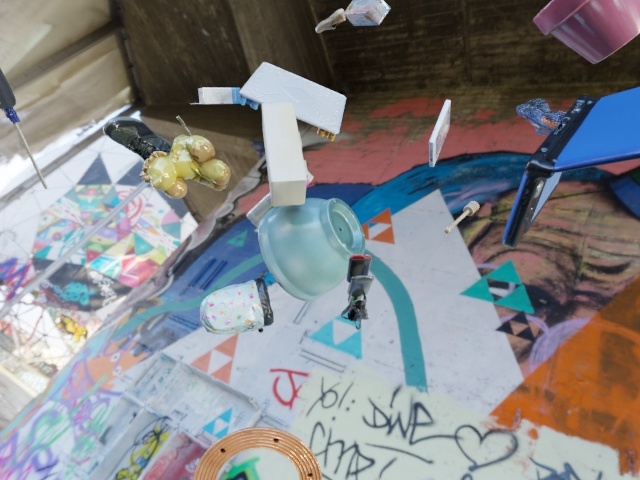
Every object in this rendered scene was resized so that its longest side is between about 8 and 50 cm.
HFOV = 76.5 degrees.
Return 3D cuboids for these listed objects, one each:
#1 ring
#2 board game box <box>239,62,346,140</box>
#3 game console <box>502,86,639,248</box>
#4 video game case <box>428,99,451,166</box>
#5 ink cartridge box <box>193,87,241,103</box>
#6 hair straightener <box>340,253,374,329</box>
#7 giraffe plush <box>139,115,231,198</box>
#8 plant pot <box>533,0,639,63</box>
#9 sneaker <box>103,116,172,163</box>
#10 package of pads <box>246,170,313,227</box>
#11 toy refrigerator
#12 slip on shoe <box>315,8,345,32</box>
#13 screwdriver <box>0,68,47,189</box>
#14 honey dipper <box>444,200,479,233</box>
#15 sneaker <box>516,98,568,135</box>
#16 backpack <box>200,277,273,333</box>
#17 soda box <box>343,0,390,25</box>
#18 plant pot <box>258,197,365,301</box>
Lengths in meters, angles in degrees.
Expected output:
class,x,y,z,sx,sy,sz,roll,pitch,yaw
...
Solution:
class,x,y,z,sx,sy,sz,roll,pitch,yaw
ring,-0.164,0.642,1.076,0.337,0.336,0.032,41,5,-9
board game box,-0.097,-0.573,1.652,0.390,0.389,0.050,20,-51,-8
game console,0.451,-0.123,0.648,0.174,0.293,0.250,27,-40,30
video game case,0.479,-0.425,1.627,0.023,0.201,0.183,19,-14,21
ink cartridge box,-0.415,-0.568,1.594,0.104,0.182,0.061,32,-53,59
hair straightener,0.064,0.116,0.773,0.047,0.088,0.230,1,-32,-7
giraffe plush,-0.356,-0.179,1.024,0.210,0.170,0.181,49,-18,-8
plant pot,0.640,-0.525,0.939,0.180,0.201,0.201,49,-32,-1
sneaker,-0.479,-0.254,1.124,0.130,0.087,0.227,51,8,24
package of pads,-0.189,-0.200,1.872,0.101,0.296,0.229,48,-46,-8
toy refrigerator,-0.093,-0.228,1.052,0.095,0.269,0.102,-5,-31,-9
slip on shoe,0.038,-0.803,1.507,0.136,0.051,0.041,-17,-74,39
screwdriver,-0.343,-0.125,0.467,0.024,0.025,0.169,45,-30,28
honey dipper,0.374,-0.061,1.084,0.031,0.161,0.030,31,-42,32
sneaker,0.688,-0.372,1.265,0.221,0.083,0.087,-110,178,-49
backpack,-0.224,0.176,1.065,0.115,0.182,0.151,130,-53,-61
soda box,0.143,-0.724,1.283,0.058,0.063,0.183,31,12,-32
plant pot,0.000,0.000,1.131,0.196,0.293,0.293,-27,-64,30
